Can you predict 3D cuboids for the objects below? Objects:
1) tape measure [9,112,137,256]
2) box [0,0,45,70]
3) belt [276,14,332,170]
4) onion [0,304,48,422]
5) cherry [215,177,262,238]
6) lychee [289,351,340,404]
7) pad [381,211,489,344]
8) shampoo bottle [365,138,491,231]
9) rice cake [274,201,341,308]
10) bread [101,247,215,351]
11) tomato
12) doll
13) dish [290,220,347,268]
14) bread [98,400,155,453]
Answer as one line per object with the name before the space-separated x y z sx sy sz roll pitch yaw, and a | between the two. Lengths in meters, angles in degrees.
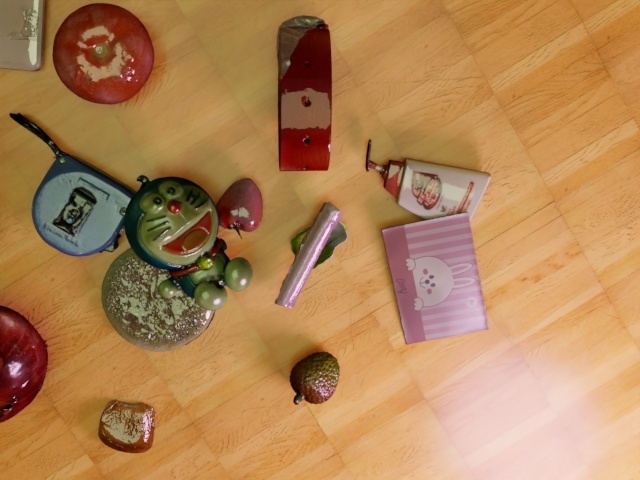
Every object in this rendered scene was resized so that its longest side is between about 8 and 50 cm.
tape measure | -0.580 -0.110 1.848 0.351 0.098 0.215 31 95 -5
box | -0.663 -0.513 1.805 0.142 0.044 0.285 6 99 -1
belt | -0.038 -0.307 1.777 0.115 0.227 0.323 0 86 -6
onion | -0.730 0.262 1.831 0.276 0.276 0.276 0 99 -3
cherry | -0.176 -0.070 1.877 0.106 0.087 0.126 35 78 -1
lychee | -0.016 0.320 1.932 0.114 0.114 0.146 42 70 -8
pad | 0.266 0.092 1.927 0.202 0.005 0.299 -11 109 6
shampoo bottle | 0.224 -0.132 1.891 0.284 0.071 0.153 21 102 -7
rice cake | -0.029 0.036 1.880 0.055 0.049 0.270 28 101 -5
bread | -0.369 0.131 1.922 0.267 0.040 0.267 0 99 -3
tomato | -0.453 -0.390 1.762 0.208 0.184 0.208 -1 99 -9
doll | -0.299 -0.002 1.803 0.198 0.186 0.322 -34 105 -26
dish | 0.000 0.000 1.919 0.137 0.039 0.091 -32 99 6
bread | -0.454 0.440 1.966 0.129 0.044 0.126 10 97 -1
